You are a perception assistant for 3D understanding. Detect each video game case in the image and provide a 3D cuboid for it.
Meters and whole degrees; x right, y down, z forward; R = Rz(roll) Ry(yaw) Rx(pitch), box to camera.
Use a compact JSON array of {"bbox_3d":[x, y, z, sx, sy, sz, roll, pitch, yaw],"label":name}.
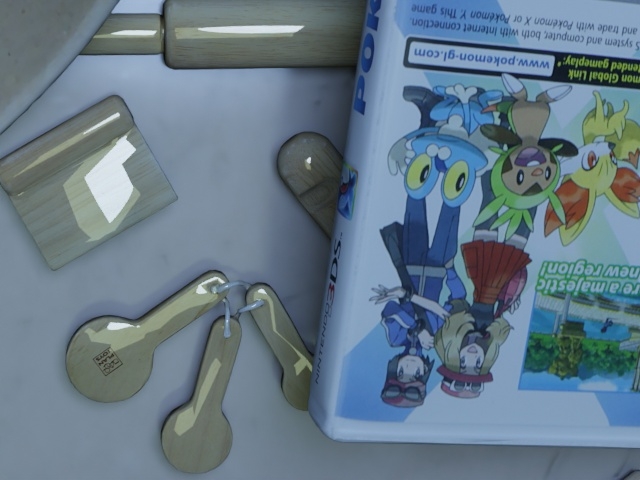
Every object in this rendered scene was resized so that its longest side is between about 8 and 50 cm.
[{"bbox_3d":[0.173,-0.064,0.660,0.329,0.036,0.300,3,105,-19],"label":"video game case"}]

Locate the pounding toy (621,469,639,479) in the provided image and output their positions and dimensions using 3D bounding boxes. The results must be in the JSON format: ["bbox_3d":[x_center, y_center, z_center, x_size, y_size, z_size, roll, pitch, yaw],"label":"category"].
[{"bbox_3d":[0.125,0.244,0.732,0.183,0.110,0.237,-28,100,-4],"label":"pounding toy"}]

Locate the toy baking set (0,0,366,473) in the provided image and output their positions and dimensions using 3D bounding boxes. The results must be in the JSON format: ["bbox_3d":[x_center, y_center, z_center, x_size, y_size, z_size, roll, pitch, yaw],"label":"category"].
[{"bbox_3d":[-0.002,-0.007,0.728,0.256,0.030,0.197,-6,101,-7],"label":"toy baking set"}]

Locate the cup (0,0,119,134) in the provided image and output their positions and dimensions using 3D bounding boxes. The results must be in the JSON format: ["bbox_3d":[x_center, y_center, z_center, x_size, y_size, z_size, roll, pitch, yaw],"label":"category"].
[{"bbox_3d":[-0.247,-0.129,0.556,0.331,0.331,0.237,-35,81,-2],"label":"cup"}]
